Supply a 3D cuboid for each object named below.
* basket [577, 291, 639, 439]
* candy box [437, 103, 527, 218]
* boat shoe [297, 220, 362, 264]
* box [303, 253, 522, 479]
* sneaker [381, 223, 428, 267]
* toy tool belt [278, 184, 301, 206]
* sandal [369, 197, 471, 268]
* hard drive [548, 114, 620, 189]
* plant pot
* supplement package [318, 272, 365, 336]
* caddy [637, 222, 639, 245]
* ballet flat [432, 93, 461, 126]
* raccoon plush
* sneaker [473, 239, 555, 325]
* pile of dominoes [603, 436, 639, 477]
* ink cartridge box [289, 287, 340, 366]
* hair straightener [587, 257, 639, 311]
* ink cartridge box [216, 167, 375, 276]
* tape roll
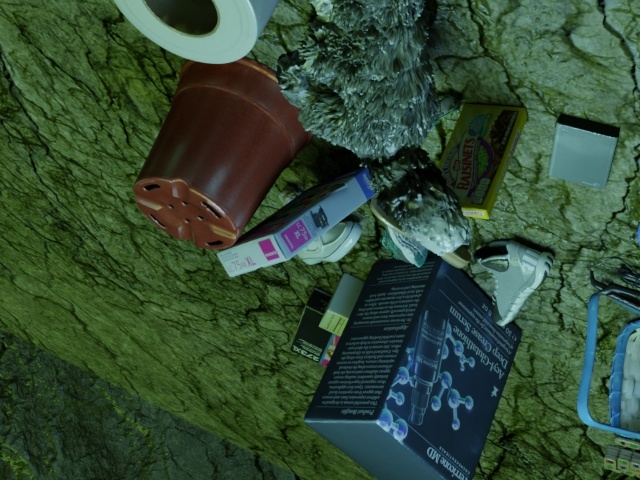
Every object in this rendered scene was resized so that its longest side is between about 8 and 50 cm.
[{"bbox_3d":[0.596,0.250,1.886,0.289,0.254,0.201,26,155,-24],"label":"basket"},{"bbox_3d":[0.239,-0.126,1.591,0.105,0.205,0.027,7,147,30],"label":"candy box"},{"bbox_3d":[0.000,0.000,2.119,0.076,0.083,0.226,34,151,-17],"label":"boat shoe"},{"bbox_3d":[0.196,0.272,2.091,0.212,0.395,0.293,-9,136,47],"label":"box"},{"bbox_3d":[0.146,-0.007,2.019,0.076,0.065,0.166,8,146,36],"label":"sneaker"},{"bbox_3d":[-0.045,-0.073,2.069,0.051,0.052,0.083,14,151,38],"label":"toy tool belt"},{"bbox_3d":[0.207,-0.038,1.929,0.240,0.088,0.079,31,120,-25],"label":"sandal"},{"bbox_3d":[0.413,-0.138,1.626,0.094,0.022,0.135,16,150,16],"label":"hard drive"},{"bbox_3d":[-0.184,-0.145,1.836,0.273,0.265,0.272,19,151,11],"label":"plant pot"},{"bbox_3d":[0.104,0.169,2.295,0.179,0.105,0.105,25,152,1],"label":"supplement package"},{"bbox_3d":[0.598,-0.042,1.476,0.241,0.179,0.341,19,151,10],"label":"caddy"},{"bbox_3d":[0.186,-0.209,1.681,0.041,0.041,0.114,33,150,-14],"label":"ballet flat"},{"bbox_3d":[0.133,-0.233,1.433,0.446,0.216,0.299,47,152,7],"label":"raccoon plush"},{"bbox_3d":[0.345,0.067,1.974,0.132,0.086,0.228,29,142,3],"label":"sneaker"},{"bbox_3d":[0.801,0.548,2.441,0.251,0.040,0.196,12,149,24],"label":"pile of dominoes"},{"bbox_3d":[0.026,0.244,2.534,0.176,0.069,0.371,24,154,3],"label":"ink cartridge box"},{"bbox_3d":[0.585,0.088,1.836,0.230,0.089,0.047,28,-164,22],"label":"hair straightener"},{"bbox_3d":[-0.024,-0.045,1.876,0.186,0.311,0.065,-17,104,51],"label":"ink cartridge box"},{"bbox_3d":[-0.169,-0.400,1.501,0.246,0.169,0.246,19,151,11],"label":"tape roll"}]
